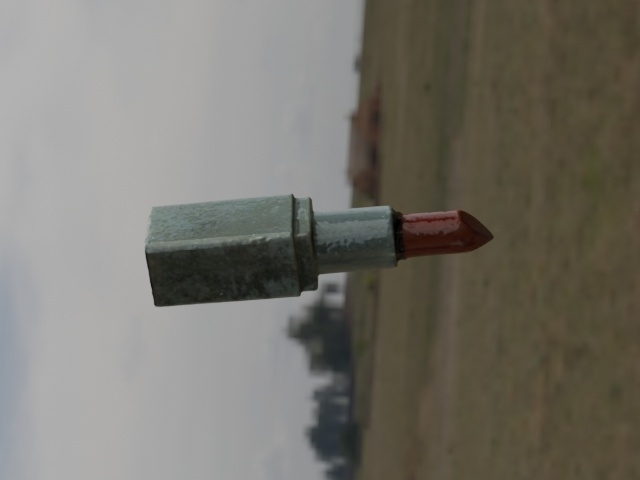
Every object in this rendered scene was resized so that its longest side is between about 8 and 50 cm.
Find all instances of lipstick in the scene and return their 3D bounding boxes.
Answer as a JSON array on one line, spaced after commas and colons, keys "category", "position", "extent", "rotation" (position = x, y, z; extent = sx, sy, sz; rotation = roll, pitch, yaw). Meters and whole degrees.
[{"category": "lipstick", "position": [0.000, 0.001, 0.735], "extent": [0.030, 0.129, 0.030], "rotation": [-91, -4, -56]}]
